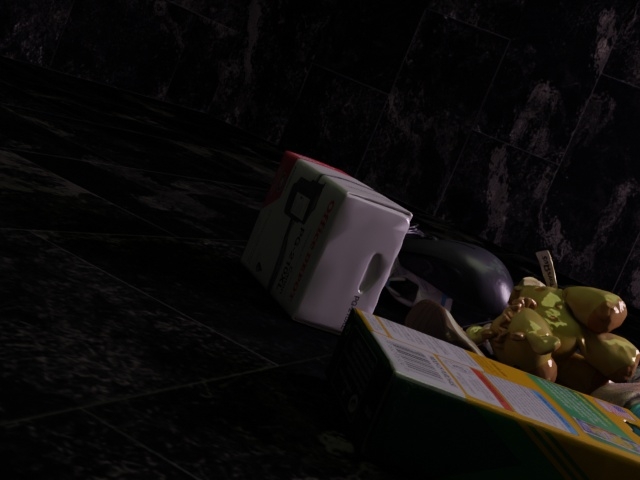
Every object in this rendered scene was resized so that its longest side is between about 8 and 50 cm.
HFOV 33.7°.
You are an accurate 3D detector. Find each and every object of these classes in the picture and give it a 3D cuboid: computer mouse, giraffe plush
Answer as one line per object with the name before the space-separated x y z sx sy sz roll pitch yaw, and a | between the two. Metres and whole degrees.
computer mouse | 0.196 0.028 1.673 0.272 0.072 0.188 30 24 29
giraffe plush | 0.298 0.133 1.412 0.170 0.181 0.210 -23 80 -46

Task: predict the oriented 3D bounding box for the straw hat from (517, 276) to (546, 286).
straw hat | 0.467 0.115 2.336 0.144 0.061 0.144 23 8 -3

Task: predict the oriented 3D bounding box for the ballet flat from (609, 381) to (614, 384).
ballet flat | 0.472 0.203 1.778 0.057 0.052 0.168 24 8 5

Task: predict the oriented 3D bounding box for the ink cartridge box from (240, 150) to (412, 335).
ink cartridge box | 0.000 0.000 1.360 0.100 0.172 0.237 19 9 -25

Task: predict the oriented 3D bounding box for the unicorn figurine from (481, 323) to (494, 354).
unicorn figurine | 0.306 0.145 1.560 0.111 0.162 0.060 50 1 -4

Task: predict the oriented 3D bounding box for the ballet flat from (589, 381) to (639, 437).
ballet flat | 0.479 0.218 1.382 0.316 0.108 0.106 7 2 -26

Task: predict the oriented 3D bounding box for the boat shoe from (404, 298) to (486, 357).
boat shoe | 0.167 0.141 1.332 0.072 0.068 0.190 32 12 -28

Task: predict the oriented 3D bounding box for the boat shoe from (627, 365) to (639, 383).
boat shoe | 0.534 0.233 1.730 0.063 0.066 0.184 10 7 15

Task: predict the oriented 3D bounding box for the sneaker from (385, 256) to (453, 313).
sneaker | 0.132 0.063 1.714 0.083 0.071 0.190 10 13 -34

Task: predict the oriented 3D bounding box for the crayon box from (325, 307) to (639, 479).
crayon box | 0.178 0.178 0.994 0.323 0.083 0.203 20 8 -12
